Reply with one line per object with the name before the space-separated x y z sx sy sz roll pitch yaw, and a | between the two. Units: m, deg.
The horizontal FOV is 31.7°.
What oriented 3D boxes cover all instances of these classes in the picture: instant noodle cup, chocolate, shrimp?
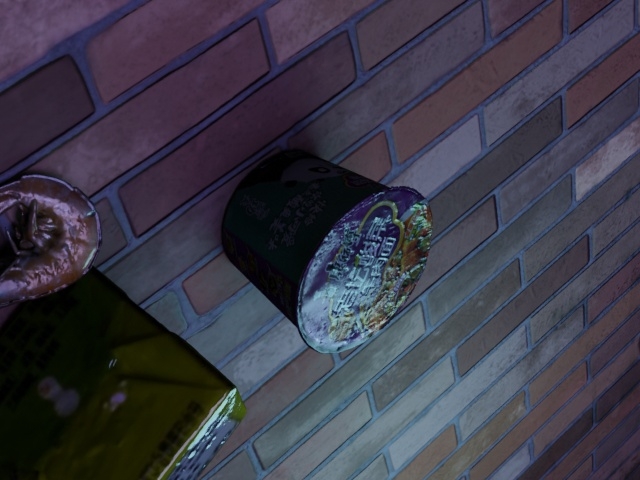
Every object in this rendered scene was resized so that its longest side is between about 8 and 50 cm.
instant noodle cup | 0.000 0.000 1.529 0.251 0.190 0.251 -28 135 -32
chocolate | -0.270 0.219 1.331 0.301 0.289 0.137 -52 153 -4
shrimp | -0.365 0.014 1.266 0.251 0.052 0.143 -29 116 -28
